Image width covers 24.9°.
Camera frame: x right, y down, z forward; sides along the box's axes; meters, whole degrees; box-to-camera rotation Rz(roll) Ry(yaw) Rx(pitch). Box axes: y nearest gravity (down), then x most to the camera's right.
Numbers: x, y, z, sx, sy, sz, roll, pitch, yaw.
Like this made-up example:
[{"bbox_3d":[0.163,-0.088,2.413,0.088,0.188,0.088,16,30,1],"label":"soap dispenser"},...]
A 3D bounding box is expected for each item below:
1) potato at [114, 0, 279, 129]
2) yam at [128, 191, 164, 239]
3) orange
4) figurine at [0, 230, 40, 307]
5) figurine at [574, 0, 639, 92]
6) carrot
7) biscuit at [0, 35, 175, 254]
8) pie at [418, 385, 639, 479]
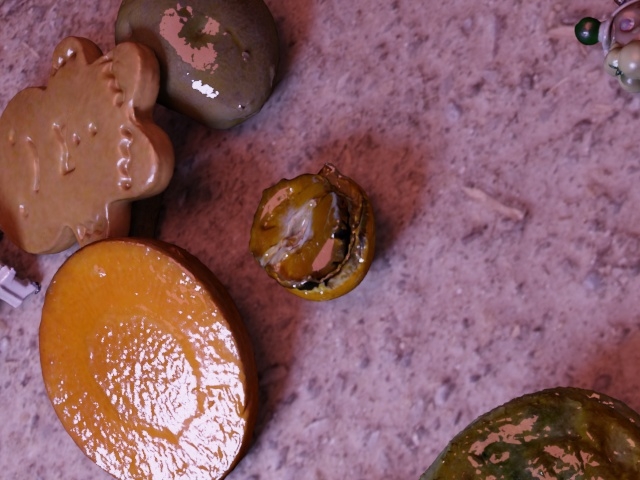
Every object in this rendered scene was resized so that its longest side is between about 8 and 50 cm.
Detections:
[{"bbox_3d":[-0.146,-0.238,1.748,0.235,0.160,0.178,55,127,20],"label":"potato"},{"bbox_3d":[-0.224,-0.024,1.772,0.054,0.054,0.132,3,77,29],"label":"yam"},{"bbox_3d":[0.000,0.000,1.610,0.160,0.112,0.169,-10,45,37],"label":"orange"},{"bbox_3d":[-0.492,0.095,1.835,0.182,0.144,0.256,44,94,11],"label":"figurine"},{"bbox_3d":[0.339,-0.237,1.518,0.147,0.093,0.197,-10,68,14],"label":"figurine"},{"bbox_3d":[-0.189,0.142,1.637,0.258,0.100,0.307,-30,86,25],"label":"carrot"},{"bbox_3d":[-0.305,-0.107,1.765,0.355,0.052,0.275,-16,79,45],"label":"biscuit"},{"bbox_3d":[0.208,0.293,1.331,0.323,0.070,0.323,-7,63,13],"label":"pie"}]
